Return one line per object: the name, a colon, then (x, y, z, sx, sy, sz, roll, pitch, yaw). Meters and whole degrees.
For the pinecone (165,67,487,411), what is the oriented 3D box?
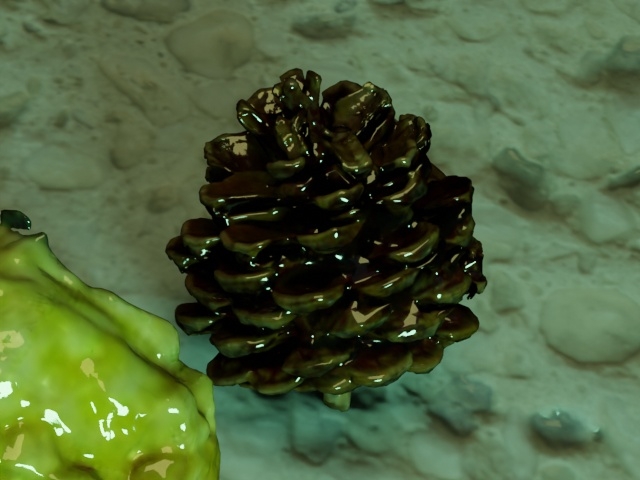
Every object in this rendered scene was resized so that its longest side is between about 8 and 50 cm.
pinecone: (0.012, 0.005, 1.431, 0.243, 0.257, 0.243, 15, 33, -10)

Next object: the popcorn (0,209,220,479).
popcorn: (-0.208, 0.109, 1.315, 0.286, 0.215, 0.252, 38, 10, -18)
